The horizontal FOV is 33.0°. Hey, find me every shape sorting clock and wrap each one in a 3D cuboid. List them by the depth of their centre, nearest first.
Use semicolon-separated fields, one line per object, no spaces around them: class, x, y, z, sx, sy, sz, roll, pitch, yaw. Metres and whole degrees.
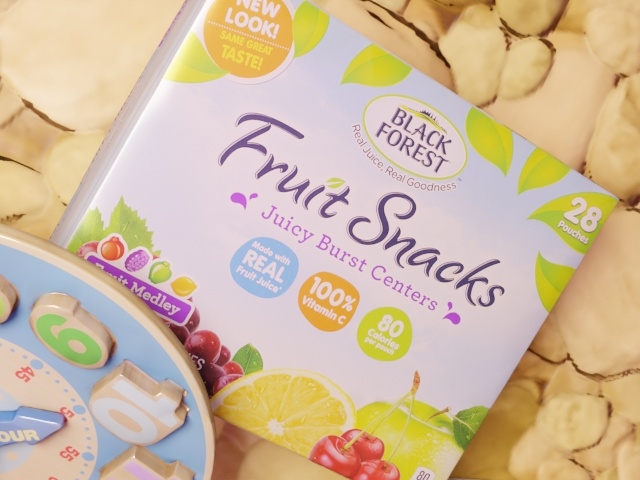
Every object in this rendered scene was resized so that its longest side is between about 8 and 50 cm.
shape sorting clock;-0.145;0.076;0.438;0.206;0.040;0.206;1;128;1

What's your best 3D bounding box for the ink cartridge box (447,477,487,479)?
ink cartridge box;0.109;0.252;0.461;0.117;0.283;0.207;8;99;-15

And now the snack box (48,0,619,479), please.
snack box;0.000;0.000;0.487;0.207;0.070;0.174;30;95;-20
